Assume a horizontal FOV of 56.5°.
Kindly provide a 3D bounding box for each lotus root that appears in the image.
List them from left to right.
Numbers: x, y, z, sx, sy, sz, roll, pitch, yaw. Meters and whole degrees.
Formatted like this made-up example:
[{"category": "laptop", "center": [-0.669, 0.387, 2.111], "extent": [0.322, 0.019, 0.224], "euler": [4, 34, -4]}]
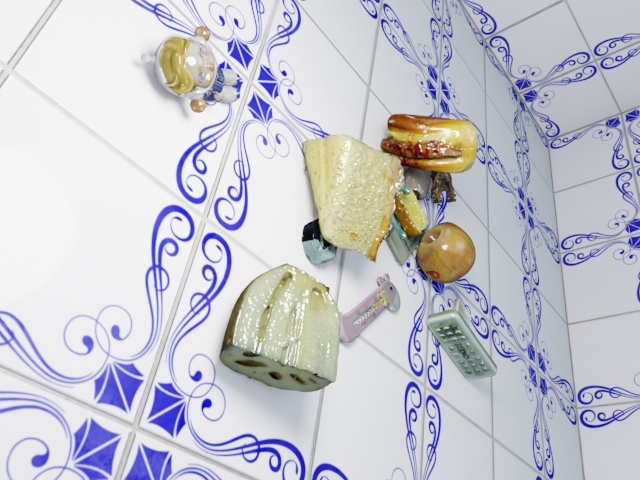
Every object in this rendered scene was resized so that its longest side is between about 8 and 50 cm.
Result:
[{"category": "lotus root", "center": [-0.099, 0.193, 1.396], "extent": [0.267, 0.149, 0.260], "euler": [25, 49, -23]}]

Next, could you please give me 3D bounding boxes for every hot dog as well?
[{"category": "hot dog", "center": [0.355, -0.349, 2.111], "extent": [0.223, 0.405, 0.185], "euler": [-4, 105, -27]}]

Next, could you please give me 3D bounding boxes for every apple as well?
[{"category": "apple", "center": [0.451, 0.046, 2.149], "extent": [0.188, 0.211, 0.211], "euler": [48, 40, -16]}]

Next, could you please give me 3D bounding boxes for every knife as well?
[{"category": "knife", "center": [0.153, 0.210, 1.812], "extent": [0.398, 0.038, 0.132], "euler": [-28, 95, -54]}]

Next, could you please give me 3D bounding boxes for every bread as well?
[{"category": "bread", "center": [0.066, -0.135, 1.761], "extent": [0.248, 0.279, 0.315], "euler": [20, 90, -36]}, {"category": "bread", "center": [0.312, -0.101, 2.101], "extent": [0.103, 0.065, 0.187], "euler": [-20, 76, -50]}]

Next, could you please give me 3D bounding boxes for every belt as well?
[{"category": "belt", "center": [0.000, 0.000, 1.687], "extent": [0.105, 0.058, 0.140], "euler": [23, 57, -43]}]

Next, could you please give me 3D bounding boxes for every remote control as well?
[{"category": "remote control", "center": [0.311, -0.026, 2.137], "extent": [0.123, 0.038, 0.285], "euler": [62, 36, -13]}, {"category": "remote control", "center": [0.511, 0.373, 2.138], "extent": [0.335, 0.128, 0.065], "euler": [52, 39, -25]}]

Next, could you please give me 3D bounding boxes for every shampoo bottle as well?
[{"category": "shampoo bottle", "center": [0.378, -0.236, 2.291], "extent": [0.127, 0.078, 0.257], "euler": [56, 34, -26]}]

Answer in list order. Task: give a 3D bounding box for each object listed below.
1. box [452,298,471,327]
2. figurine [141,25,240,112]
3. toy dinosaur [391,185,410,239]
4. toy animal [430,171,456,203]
[{"category": "box", "center": [0.534, 0.328, 2.277], "extent": [0.109, 0.029, 0.198], "euler": [51, 38, -25]}, {"category": "figurine", "center": [-0.293, -0.415, 1.440], "extent": [0.274, 0.133, 0.194], "euler": [-43, 132, -59]}, {"category": "toy dinosaur", "center": [0.140, -0.161, 1.937], "extent": [0.331, 0.129, 0.383], "euler": [24, 54, -36]}, {"category": "toy animal", "center": [0.485, -0.231, 2.388], "extent": [0.312, 0.097, 0.158], "euler": [13, 66, -74]}]
